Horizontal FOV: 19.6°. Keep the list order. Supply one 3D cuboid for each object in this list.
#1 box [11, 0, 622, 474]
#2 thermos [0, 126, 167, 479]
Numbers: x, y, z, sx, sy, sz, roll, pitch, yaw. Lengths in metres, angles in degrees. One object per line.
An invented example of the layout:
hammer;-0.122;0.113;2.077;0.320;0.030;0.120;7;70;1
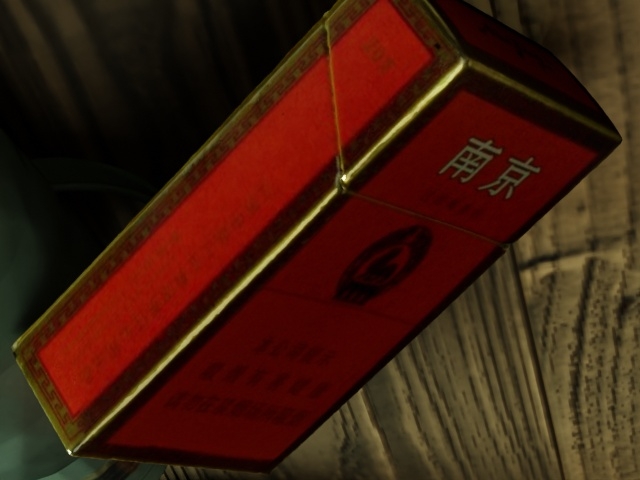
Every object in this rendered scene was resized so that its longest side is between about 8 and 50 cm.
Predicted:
box;0.000;0.001;0.804;0.240;0.074;0.153;-45;147;17
thermos;-0.154;0.025;0.875;0.182;0.145;0.286;-43;137;-3
